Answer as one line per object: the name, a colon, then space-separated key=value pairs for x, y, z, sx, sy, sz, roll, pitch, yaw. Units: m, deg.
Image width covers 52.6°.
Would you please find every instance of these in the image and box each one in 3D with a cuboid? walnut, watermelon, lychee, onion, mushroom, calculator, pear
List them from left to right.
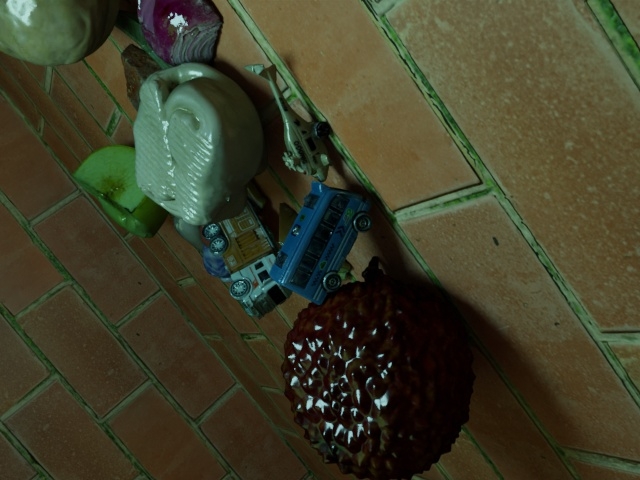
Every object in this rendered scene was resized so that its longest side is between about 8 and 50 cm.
walnut: x=-0.638 y=-0.584 z=1.479 sx=0.381 sy=0.381 sz=0.381 roll=38 pitch=154 yaw=23
pear: x=-0.643 y=-0.160 z=2.281 sx=0.343 sy=0.238 sz=0.318 roll=30 pitch=162 yaw=25
watermelon: x=-0.462 y=-0.418 z=1.741 sx=0.256 sy=0.140 sz=0.192 roll=48 pitch=149 yaw=22
onion: x=-0.346 y=-0.486 z=1.432 sx=0.247 sy=0.111 sz=0.250 roll=46 pitch=157 yaw=2
mushroom: x=-0.444 y=-0.031 z=2.293 sx=0.225 sy=0.093 sz=0.116 roll=52 pitch=172 yaw=-28
calculator: x=-0.226 y=-0.139 z=1.829 sx=0.157 sy=0.033 sz=0.237 roll=54 pitch=158 yaw=-13
lychee: x=0.121 y=0.264 z=1.409 sx=0.424 sy=0.425 sz=0.499 roll=99 pitch=166 yaw=-60

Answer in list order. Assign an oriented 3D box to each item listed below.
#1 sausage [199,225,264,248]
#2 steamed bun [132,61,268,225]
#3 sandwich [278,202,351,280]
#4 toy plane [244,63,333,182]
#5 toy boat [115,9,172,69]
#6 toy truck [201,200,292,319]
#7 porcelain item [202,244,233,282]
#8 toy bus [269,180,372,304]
sausage: x=-0.250 y=-0.010 z=1.913 sx=0.255 sy=0.148 sz=0.148 roll=24 pitch=146 yaw=30
steamed bun: x=-0.262 y=-0.217 z=1.508 sx=0.342 sy=0.255 sz=0.367 roll=43 pitch=132 yaw=27
sandwich: x=-0.041 y=0.022 z=1.684 sx=0.258 sy=0.096 sz=0.094 roll=44 pitch=161 yaw=17
toy plane: x=-0.057 y=-0.235 z=1.314 sx=0.092 sy=0.108 sz=0.286 roll=16 pitch=137 yaw=52
toy boat: x=-0.413 y=-0.484 z=1.607 sx=0.293 sy=0.055 sz=0.093 roll=44 pitch=156 yaw=10
toy truck: x=-0.184 y=0.045 z=1.705 sx=0.305 sy=0.162 sz=0.136 roll=59 pitch=178 yaw=32
porcelain item: x=-0.323 y=0.018 z=2.103 sx=0.141 sy=0.141 sz=0.258 roll=25 pitch=136 yaw=43
toy bus: x=0.000 y=0.000 z=1.363 sx=0.134 sy=0.246 sz=0.113 roll=27 pitch=180 yaw=-22
